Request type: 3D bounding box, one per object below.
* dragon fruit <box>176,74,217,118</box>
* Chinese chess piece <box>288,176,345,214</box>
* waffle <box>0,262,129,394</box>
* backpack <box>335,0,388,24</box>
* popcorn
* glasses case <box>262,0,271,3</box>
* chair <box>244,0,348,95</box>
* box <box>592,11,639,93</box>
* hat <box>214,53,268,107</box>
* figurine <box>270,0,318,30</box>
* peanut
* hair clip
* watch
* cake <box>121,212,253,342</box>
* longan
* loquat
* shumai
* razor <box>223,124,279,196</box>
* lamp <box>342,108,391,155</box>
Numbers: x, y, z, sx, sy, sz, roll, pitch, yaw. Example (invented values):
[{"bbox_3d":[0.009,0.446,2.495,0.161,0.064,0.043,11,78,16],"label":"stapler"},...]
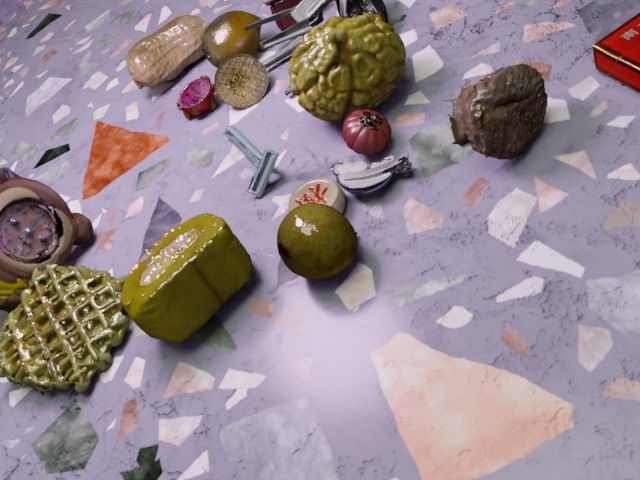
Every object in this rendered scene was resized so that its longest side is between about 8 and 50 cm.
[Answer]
[{"bbox_3d":[-0.331,-0.389,1.814,0.126,0.068,0.112,-41,51,7],"label":"dragon fruit"},{"bbox_3d":[-0.008,-0.075,1.372,0.122,0.051,0.122,-16,47,17],"label":"Chinese chess piece"},{"bbox_3d":[-0.560,0.181,1.423,0.316,0.073,0.297,5,61,19],"label":"waffle"},{"bbox_3d":[0.111,-0.583,1.702,0.119,0.106,0.165,-22,67,15],"label":"backpack"},{"bbox_3d":[0.055,-0.391,1.491,0.270,0.224,0.258,-7,33,36],"label":"popcorn"},{"bbox_3d":[-0.016,-0.765,1.885,0.336,0.076,0.144,-18,14,7],"label":"glasses case"},{"bbox_3d":[-0.038,-0.545,1.688,0.274,0.191,0.203,-33,45,-4],"label":"chair"},{"bbox_3d":[0.642,-0.333,1.210,0.153,0.074,0.240,-37,44,2],"label":"box"},{"bbox_3d":[-0.209,-0.419,1.777,0.145,0.067,0.146,0,86,2],"label":"hat"},{"bbox_3d":[-0.057,-0.675,1.904,0.154,0.083,0.098,-15,26,18],"label":"figurine"},{"bbox_3d":[-0.457,-0.570,1.986,0.291,0.143,0.159,-42,36,-16],"label":"peanut"},{"bbox_3d":[0.102,-0.141,1.354,0.172,0.049,0.116,-12,30,15],"label":"hair clip"},{"bbox_3d":[-0.792,-0.005,1.629,0.326,0.314,0.335,0,63,45],"label":"watch"},{"bbox_3d":[-0.271,0.075,1.323,0.260,0.156,0.179,-42,29,-16],"label":"cake"},{"bbox_3d":[0.000,0.000,1.254,0.155,0.176,0.145,58,134,25],"label":"longan"},{"bbox_3d":[-0.247,-0.570,1.868,0.195,0.152,0.152,-35,44,-13],"label":"loquat"},{"bbox_3d":[0.319,-0.251,1.270,0.205,0.167,0.175,-29,29,-32],"label":"shumai"},{"bbox_3d":[-0.168,-0.212,1.584,0.111,0.056,0.278,-65,34,20],"label":"razor"},{"bbox_3d":[0.099,-0.231,1.414,0.107,0.092,0.108,8,55,-11],"label":"lamp"}]
